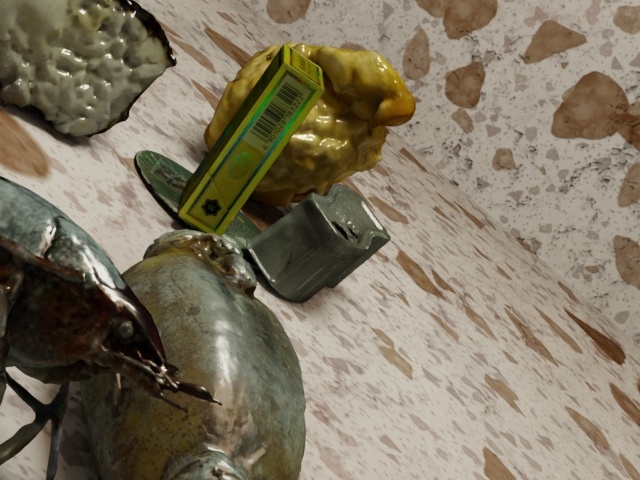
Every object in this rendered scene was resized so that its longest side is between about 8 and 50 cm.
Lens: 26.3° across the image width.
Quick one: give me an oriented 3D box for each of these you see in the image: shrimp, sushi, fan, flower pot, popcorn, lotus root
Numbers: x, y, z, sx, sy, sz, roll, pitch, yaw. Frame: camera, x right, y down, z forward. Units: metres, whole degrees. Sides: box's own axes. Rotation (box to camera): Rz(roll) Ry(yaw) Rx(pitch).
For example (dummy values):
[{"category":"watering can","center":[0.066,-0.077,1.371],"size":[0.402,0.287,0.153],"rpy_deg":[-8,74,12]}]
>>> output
[{"category":"shrimp","center":[-0.254,0.014,0.946],"size":[0.410,0.166,0.221],"rpy_deg":[46,12,15]},{"category":"sushi","center":[-0.336,-0.255,1.532],"size":[0.343,0.196,0.182],"rpy_deg":[37,-4,-36]},{"category":"fan","center":[-0.157,-0.041,1.654],"size":[0.223,0.012,0.294],"rpy_deg":[47,14,20]},{"category":"flower pot","center":[0.000,0.000,1.718],"size":[0.103,0.108,0.229],"rpy_deg":[52,14,5]},{"category":"popcorn","center":[-0.020,-0.170,1.861],"size":[0.265,0.332,0.225],"rpy_deg":[-16,88,-39]},{"category":"lotus root","center":[-0.098,0.127,1.045],"size":[0.175,0.175,0.349],"rpy_deg":[35,20,-23]}]

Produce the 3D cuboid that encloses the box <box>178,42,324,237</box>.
[{"category":"box","center":[-0.082,-0.117,1.609],"size":[0.064,0.220,0.141],"rpy_deg":[35,13,-12]}]
